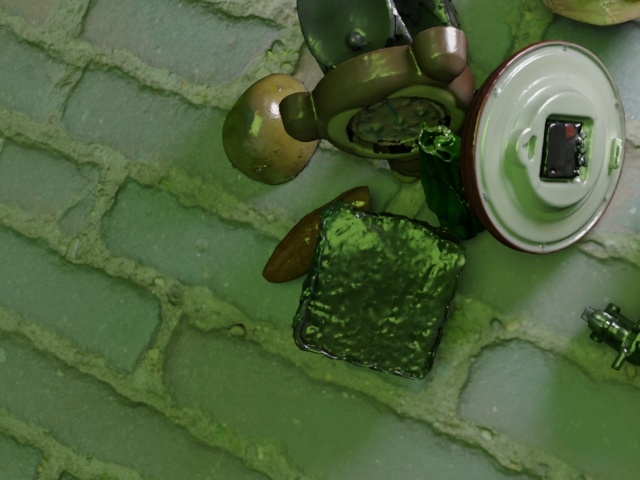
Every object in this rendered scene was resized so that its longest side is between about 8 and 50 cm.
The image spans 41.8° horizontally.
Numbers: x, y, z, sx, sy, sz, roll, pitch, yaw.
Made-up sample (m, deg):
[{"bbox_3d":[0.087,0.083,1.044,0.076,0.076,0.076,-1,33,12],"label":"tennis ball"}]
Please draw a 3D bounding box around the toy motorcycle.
[{"bbox_3d":[0.541,0.126,1.233,0.275,0.127,0.205,29,98,16],"label":"toy motorcycle"}]

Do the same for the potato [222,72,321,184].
[{"bbox_3d":[-0.101,-0.207,1.492,0.182,0.117,0.202,31,96,22],"label":"potato"}]

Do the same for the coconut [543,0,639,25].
[{"bbox_3d":[0.434,-0.441,1.268,0.233,0.245,0.233,-12,40,10],"label":"coconut"}]

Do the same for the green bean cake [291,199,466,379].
[{"bbox_3d":[0.092,0.074,1.351,0.241,0.132,0.255,14,102,3],"label":"green bean cake"}]

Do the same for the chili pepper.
[{"bbox_3d":[0.203,-0.092,1.314,0.099,0.253,0.083,35,78,36],"label":"chili pepper"}]

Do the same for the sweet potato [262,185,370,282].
[{"bbox_3d":[0.000,0.000,1.451,0.251,0.097,0.097,-38,75,16],"label":"sweet potato"}]

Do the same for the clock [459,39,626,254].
[{"bbox_3d":[0.343,-0.135,1.245,0.080,0.318,0.319,19,92,56],"label":"clock"}]

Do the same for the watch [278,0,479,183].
[{"bbox_3d":[0.116,-0.306,1.342,0.314,0.335,0.327,-21,59,31],"label":"watch"}]
